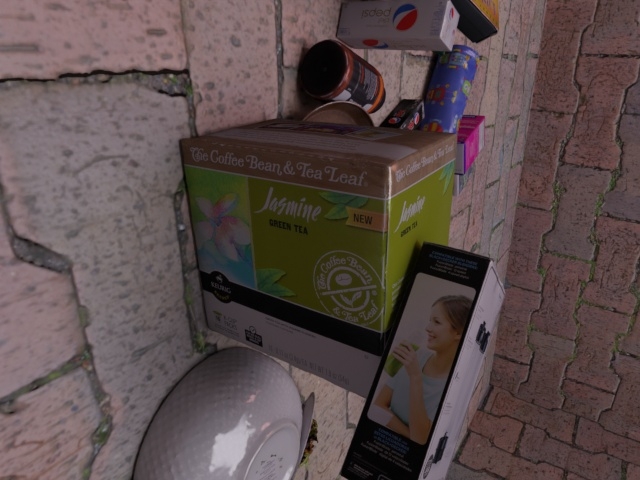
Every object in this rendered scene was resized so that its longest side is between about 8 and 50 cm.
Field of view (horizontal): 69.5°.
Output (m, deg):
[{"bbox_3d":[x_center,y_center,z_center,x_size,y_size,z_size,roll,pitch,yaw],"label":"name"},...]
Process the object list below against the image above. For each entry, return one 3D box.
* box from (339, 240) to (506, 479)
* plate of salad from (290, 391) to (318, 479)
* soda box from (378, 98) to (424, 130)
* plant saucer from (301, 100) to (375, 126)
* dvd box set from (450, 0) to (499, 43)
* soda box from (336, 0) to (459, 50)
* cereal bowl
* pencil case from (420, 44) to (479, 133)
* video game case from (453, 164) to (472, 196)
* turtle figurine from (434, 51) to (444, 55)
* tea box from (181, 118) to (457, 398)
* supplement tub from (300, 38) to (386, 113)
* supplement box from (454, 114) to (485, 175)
[{"bbox_3d":[0.142,0.166,0.583,0.169,0.087,0.290,35,74,-58],"label":"box"},{"bbox_3d":[-0.036,0.426,0.984,0.200,0.048,0.200,-160,-90,-87],"label":"plate of salad"},{"bbox_3d":[0.203,-0.294,1.163,0.169,0.060,0.053,-50,139,-35],"label":"soda box"},{"bbox_3d":[0.015,-0.169,0.871,0.198,0.036,0.199,-19,130,-23],"label":"plant saucer"},{"bbox_3d":[0.236,-0.634,0.885,0.307,0.062,0.421,18,68,-37],"label":"dvd box set"},{"bbox_3d":[0.142,-0.405,0.873,0.073,0.216,0.069,-1,105,-58],"label":"soda box"},{"bbox_3d":[-0.136,0.365,0.795,0.339,0.141,0.340,-29,125,-52],"label":"cereal bowl"},{"bbox_3d":[0.366,-0.395,1.327,0.133,0.119,0.307,16,88,-43],"label":"pencil case"},{"bbox_3d":[0.540,-0.290,1.744,0.173,0.022,0.191,-46,138,-40],"label":"video game case"},{"bbox_3d":[0.361,-0.632,1.237,0.175,0.118,0.234,34,88,-42],"label":"turtle figurine"},{"bbox_3d":[0.000,0.000,0.691,0.220,0.328,0.324,-30,125,-49],"label":"tea box"},{"bbox_3d":[0.055,-0.298,0.880,0.197,0.105,0.106,0,101,-57],"label":"supplement tub"},{"bbox_3d":[0.450,-0.316,1.503,0.220,0.111,0.114,-46,137,-41],"label":"supplement box"}]
